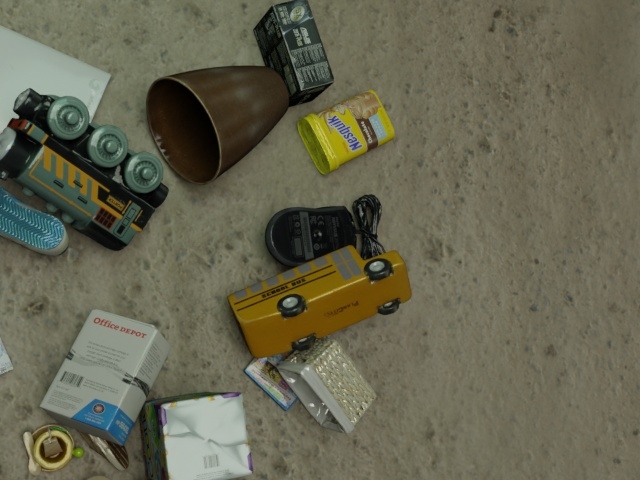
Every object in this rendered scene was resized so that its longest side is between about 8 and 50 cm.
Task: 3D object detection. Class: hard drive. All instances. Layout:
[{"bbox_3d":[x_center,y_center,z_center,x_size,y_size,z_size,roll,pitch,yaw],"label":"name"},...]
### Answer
[{"bbox_3d":[-0.574,-0.283,1.902,0.307,0.040,0.203,23,75,-14],"label":"hard drive"}]

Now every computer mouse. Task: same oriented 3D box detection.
[{"bbox_3d":[0.000,0.000,2.047,0.272,0.072,0.188,1,83,-30],"label":"computer mouse"}]

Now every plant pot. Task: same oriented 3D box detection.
[{"bbox_3d":[-0.179,-0.251,1.962,0.230,0.215,0.215,-32,93,-36],"label":"plant pot"}]

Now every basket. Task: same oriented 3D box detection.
[{"bbox_3d":[0.015,0.276,1.967,0.103,0.113,0.167,-44,110,-22],"label":"basket"}]

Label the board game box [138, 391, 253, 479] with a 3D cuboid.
[{"bbox_3d":[-0.229,0.346,1.799,0.144,0.275,0.142,-6,84,-20],"label":"board game box"}]

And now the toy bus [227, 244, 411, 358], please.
[{"bbox_3d":[0.001,0.109,1.948,0.333,0.130,0.108,-22,128,-8],"label":"toy bus"}]

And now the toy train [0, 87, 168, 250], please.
[{"bbox_3d":[-0.433,-0.126,1.840,0.334,0.142,0.190,38,77,-33],"label":"toy train"}]

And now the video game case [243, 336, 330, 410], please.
[{"bbox_3d":[-0.057,0.237,2.015,0.119,0.015,0.166,45,71,-9],"label":"video game case"}]

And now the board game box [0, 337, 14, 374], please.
[{"bbox_3d":[-0.611,0.208,1.824,0.090,0.020,0.090,-23,90,-20],"label":"board game box"}]

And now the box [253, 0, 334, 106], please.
[{"bbox_3d":[-0.055,-0.373,2.037,0.077,0.147,0.180,-18,87,-20],"label":"box"}]

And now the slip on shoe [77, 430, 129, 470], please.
[{"bbox_3d":[-0.404,0.370,1.863,0.041,0.051,0.135,-32,103,18],"label":"slip on shoe"}]

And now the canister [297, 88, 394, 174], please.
[{"bbox_3d":[0.055,-0.227,2.094,0.170,0.073,0.126,-28,92,-22],"label":"canister"}]

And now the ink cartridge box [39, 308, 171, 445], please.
[{"bbox_3d":[-0.380,0.242,1.815,0.148,0.086,0.203,14,63,23],"label":"ink cartridge box"}]

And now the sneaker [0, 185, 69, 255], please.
[{"bbox_3d":[-0.563,-0.037,1.848,0.229,0.092,0.087,30,75,8],"label":"sneaker"}]

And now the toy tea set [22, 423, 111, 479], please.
[{"bbox_3d":[-0.524,0.412,1.768,0.336,0.124,0.200,4,80,-18],"label":"toy tea set"}]
